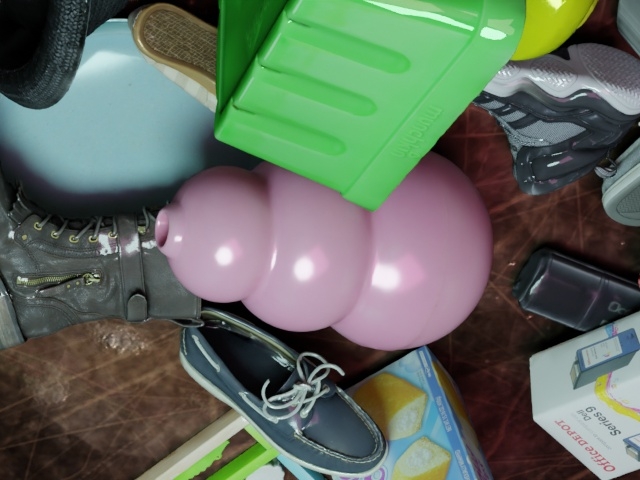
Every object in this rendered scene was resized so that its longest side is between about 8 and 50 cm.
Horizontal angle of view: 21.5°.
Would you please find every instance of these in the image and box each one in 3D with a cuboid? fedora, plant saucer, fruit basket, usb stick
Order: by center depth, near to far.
[{"bbox_3d":[0.118,-0.211,1.462,0.392,0.283,0.392,0,158,0],"label":"fruit basket"},{"bbox_3d":[-0.226,-0.285,1.482,0.152,0.334,0.334,-18,125,-31],"label":"fedora"},{"bbox_3d":[-0.201,-0.081,1.696,0.317,0.044,0.318,-3,119,-6],"label":"plant saucer"},{"bbox_3d":[0.342,0.082,1.847,0.278,0.045,0.077,20,111,-17],"label":"usb stick"}]

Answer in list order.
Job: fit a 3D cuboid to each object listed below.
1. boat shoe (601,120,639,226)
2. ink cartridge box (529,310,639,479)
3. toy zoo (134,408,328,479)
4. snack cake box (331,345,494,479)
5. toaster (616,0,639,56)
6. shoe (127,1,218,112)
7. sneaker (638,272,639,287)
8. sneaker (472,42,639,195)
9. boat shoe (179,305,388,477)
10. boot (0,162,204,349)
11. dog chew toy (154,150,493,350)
[{"bbox_3d":[0.416,-0.133,1.716,0.320,0.103,0.118,-41,135,22],"label":"boat shoe"},{"bbox_3d":[0.354,0.160,1.822,0.212,0.093,0.154,-24,132,30],"label":"ink cartridge box"},{"bbox_3d":[-0.066,0.333,1.949,0.192,0.030,0.293,-36,116,13],"label":"toy zoo"},{"bbox_3d":[0.099,0.256,1.786,0.152,0.264,0.089,-30,130,9],"label":"snack cake box"},{"bbox_3d":[0.366,-0.237,1.613,0.129,0.146,0.227,9,118,-10],"label":"toaster"},{"bbox_3d":[-0.091,-0.162,1.613,0.219,0.058,0.077,32,80,-26],"label":"shoe"},{"bbox_3d":[0.433,0.006,1.763,0.225,0.088,0.093,-29,98,27],"label":"sneaker"},{"bbox_3d":[0.186,-0.130,1.679,0.268,0.101,0.153,12,130,0],"label":"sneaker"},{"bbox_3d":[-0.037,0.154,1.764,0.254,0.095,0.079,38,153,13],"label":"boat shoe"},{"bbox_3d":[-0.230,-0.011,1.670,0.229,0.091,0.263,-12,124,-6],"label":"boot"},{"bbox_3d":[0.000,0.000,1.645,0.331,0.206,0.207,5,119,-26],"label":"dog chew toy"}]
